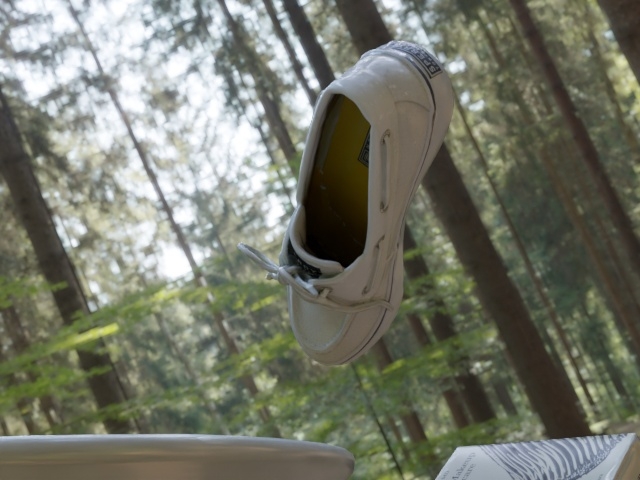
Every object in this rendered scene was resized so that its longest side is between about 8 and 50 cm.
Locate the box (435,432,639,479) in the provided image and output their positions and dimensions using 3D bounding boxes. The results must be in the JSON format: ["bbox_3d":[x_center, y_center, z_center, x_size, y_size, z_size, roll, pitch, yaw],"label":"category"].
[{"bbox_3d":[0.252,0.297,1.050,0.275,0.094,0.113,-22,20,50],"label":"box"}]

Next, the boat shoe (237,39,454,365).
[{"bbox_3d":[0.007,0.004,0.838,0.156,0.136,0.367,-32,-28,-41],"label":"boat shoe"}]

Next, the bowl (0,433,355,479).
[{"bbox_3d":[-0.127,0.167,0.404,0.298,0.134,0.298,-3,-18,-1],"label":"bowl"}]
